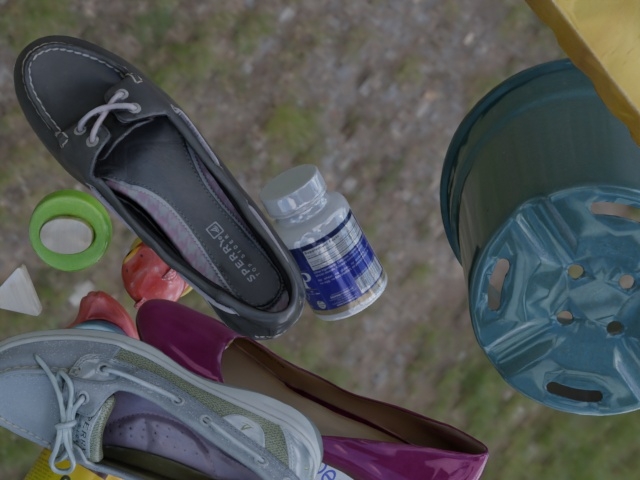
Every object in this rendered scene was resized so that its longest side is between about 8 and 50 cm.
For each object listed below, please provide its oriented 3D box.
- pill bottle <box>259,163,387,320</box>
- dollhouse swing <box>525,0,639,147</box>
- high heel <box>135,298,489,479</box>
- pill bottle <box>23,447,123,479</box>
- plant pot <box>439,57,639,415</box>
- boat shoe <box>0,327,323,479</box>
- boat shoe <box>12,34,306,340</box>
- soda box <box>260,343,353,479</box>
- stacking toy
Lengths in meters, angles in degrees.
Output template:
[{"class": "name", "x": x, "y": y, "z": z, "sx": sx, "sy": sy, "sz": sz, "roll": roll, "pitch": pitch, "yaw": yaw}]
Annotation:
[{"class": "pill bottle", "x": 0.000, "y": 0.000, "z": 1.938, "sx": 0.112, "sy": 0.112, "sz": 0.187, "roll": -38, "pitch": 114, "yaw": -20}, {"class": "dollhouse swing", "x": 0.250, "y": -0.209, "z": 0.944, "sx": 0.305, "sy": 0.315, "sz": 0.347, "roll": -43, "pitch": 115, "yaw": 3}, {"class": "high heel", "x": -0.009, "y": 0.150, "z": 1.529, "sx": 0.181, "sy": 0.377, "sz": 0.127, "roll": -49, "pitch": -173, "yaw": 37}, {"class": "pill bottle", "x": -0.318, "y": 0.315, "z": 1.931, "sx": 0.215, "sy": 0.117, "sz": 0.117, "roll": -59, "pitch": 154, "yaw": -14}, {"class": "plant pot", "x": 0.291, "y": 0.004, "z": 1.624, "sx": 0.341, "sy": 0.341, "sz": 0.334, "roll": -61, "pitch": -177, "yaw": 21}, {"class": "boat shoe", "x": -0.157, "y": 0.170, "z": 1.337, "sx": 0.103, "sy": 0.320, "sz": 0.118, "roll": -70, "pitch": 180, "yaw": -64}, {"class": "boat shoe", "x": -0.132, "y": -0.054, "z": 1.278, "sx": 0.112, "sy": 0.335, "sz": 0.095, "roll": -43, "pitch": -178, "yaw": -11}, {"class": "soda box", "x": -0.020, "y": 0.259, "z": 1.850, "sx": 0.091, "sy": 0.098, "sz": 0.286, "roll": -41, "pitch": 128, "yaw": -6}, {"class": "stacking toy", "x": -0.364, "y": 0.087, "z": 2.324, "sx": 0.309, "sy": 0.279, "sz": 0.130, "roll": -57, "pitch": -173, "yaw": 17}]
